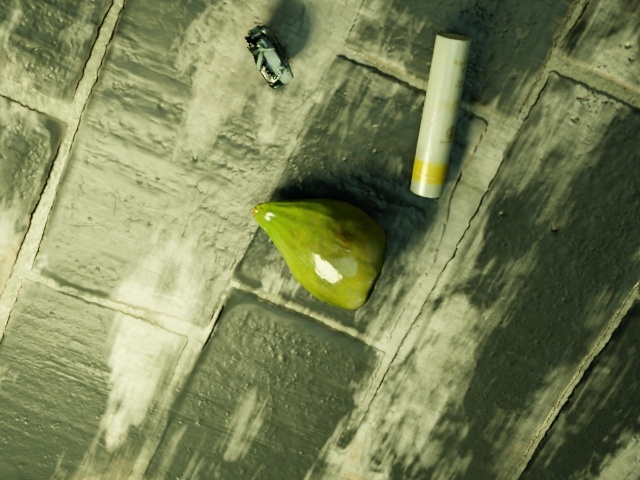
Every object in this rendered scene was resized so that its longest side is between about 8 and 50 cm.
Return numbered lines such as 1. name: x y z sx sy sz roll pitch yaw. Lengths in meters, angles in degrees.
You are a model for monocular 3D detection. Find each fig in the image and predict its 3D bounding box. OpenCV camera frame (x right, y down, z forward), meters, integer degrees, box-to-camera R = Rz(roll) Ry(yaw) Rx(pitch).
1. fig: 0.014 0.003 1.618 0.167 0.167 0.233 -46 68 17

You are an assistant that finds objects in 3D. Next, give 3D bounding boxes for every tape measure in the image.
1. tape measure: -0.080 -0.286 1.522 0.054 0.091 0.094 -28 92 4

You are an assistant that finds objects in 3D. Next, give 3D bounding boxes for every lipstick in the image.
1. lipstick: 0.193 -0.202 1.568 0.059 0.059 0.263 7 113 -2
